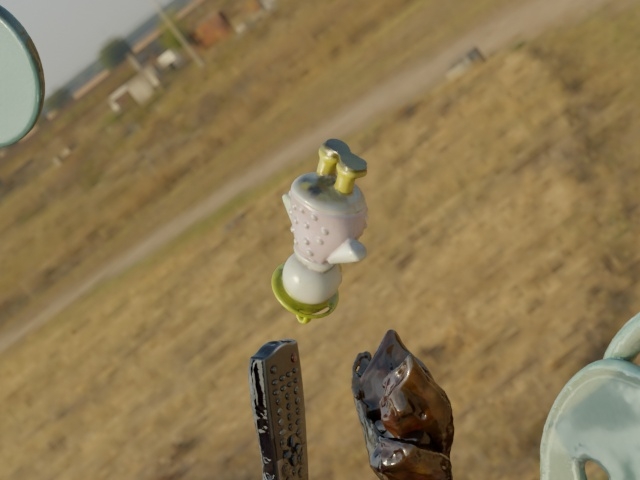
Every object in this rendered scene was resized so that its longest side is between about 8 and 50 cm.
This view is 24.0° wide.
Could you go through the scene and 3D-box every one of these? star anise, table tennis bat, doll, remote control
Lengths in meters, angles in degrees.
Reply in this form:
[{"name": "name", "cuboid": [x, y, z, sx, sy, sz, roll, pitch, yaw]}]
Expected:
[{"name": "star anise", "cuboid": [0.052, 0.136, 0.880, 0.057, 0.167, 0.168, -8, 11, 0]}, {"name": "table tennis bat", "cuboid": [-0.354, -0.144, 1.474, 0.237, 0.149, 0.038, -31, 5, 38]}, {"name": "doll", "cuboid": [0.000, 0.000, 1.542, 0.081, 0.129, 0.207, -13, -50, -37]}, {"name": "remote control", "cuboid": [-0.032, 0.186, 1.254, 0.028, 0.212, 0.059, 6, 17, 34]}]

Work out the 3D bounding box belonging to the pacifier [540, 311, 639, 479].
[{"name": "pacifier", "cuboid": [0.243, 0.190, 1.026, 0.269, 0.288, 0.343, -15, -1, -40]}]
